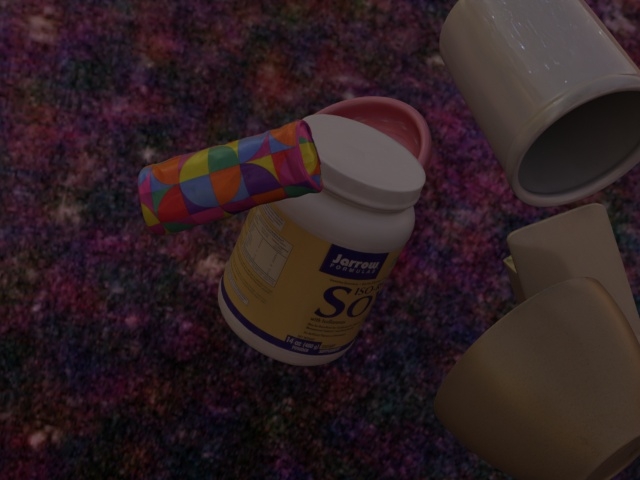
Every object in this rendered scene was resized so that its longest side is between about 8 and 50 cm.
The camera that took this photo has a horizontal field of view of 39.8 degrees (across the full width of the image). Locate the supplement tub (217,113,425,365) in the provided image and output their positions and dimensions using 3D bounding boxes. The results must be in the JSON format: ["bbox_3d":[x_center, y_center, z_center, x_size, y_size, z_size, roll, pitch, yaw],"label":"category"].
[{"bbox_3d":[0.000,0.000,1.360,0.240,0.331,0.241,19,30,-12],"label":"supplement tub"}]

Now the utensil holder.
[{"bbox_3d":[0.453,-0.317,1.781,0.327,0.328,0.386,0,51,-29],"label":"utensil holder"}]

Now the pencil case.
[{"bbox_3d":[-0.113,-0.076,1.100,0.236,0.104,0.104,-13,33,17],"label":"pencil case"}]

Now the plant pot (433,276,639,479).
[{"bbox_3d":[0.316,0.214,1.145,0.284,0.284,0.191,-9,48,-37],"label":"plant pot"}]

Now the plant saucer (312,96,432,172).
[{"bbox_3d":[0.069,-0.151,1.800,0.331,0.084,0.332,-13,48,14],"label":"plant saucer"}]

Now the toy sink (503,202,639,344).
[{"bbox_3d":[0.379,0.064,1.367,0.152,0.234,0.131,-21,9,3],"label":"toy sink"}]
